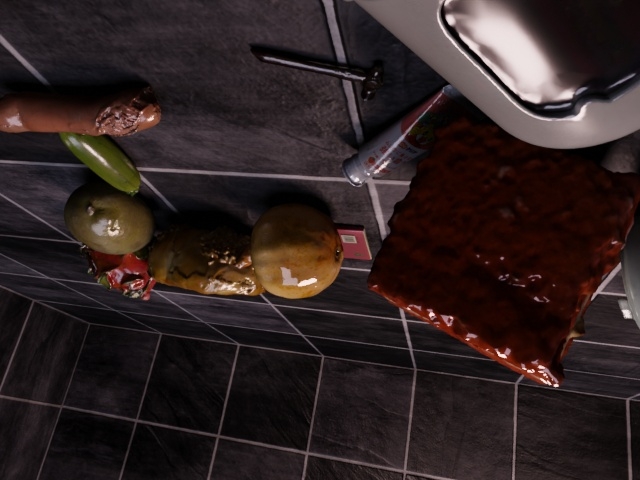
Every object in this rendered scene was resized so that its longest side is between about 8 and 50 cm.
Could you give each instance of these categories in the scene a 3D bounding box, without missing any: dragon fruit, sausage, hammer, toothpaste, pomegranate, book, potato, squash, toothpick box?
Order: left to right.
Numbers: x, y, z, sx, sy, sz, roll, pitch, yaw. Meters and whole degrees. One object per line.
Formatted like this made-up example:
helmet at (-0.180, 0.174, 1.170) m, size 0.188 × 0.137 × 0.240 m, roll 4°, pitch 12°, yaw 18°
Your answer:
sausage at (-0.392, -0.205, 0.848) m, size 0.304 × 0.078 × 0.078 m, roll 3°, pitch 158°, yaw 16°
squash at (-0.403, -0.151, 1.008) m, size 0.066 × 0.066 × 0.252 m, roll 5°, pitch 159°, yaw 15°
potato at (-0.471, -0.051, 1.179) m, size 0.174 × 0.159 × 0.251 m, roll -16°, pitch 171°, yaw -3°
dragon fruit at (-0.537, 0.040, 1.371) m, size 0.268 × 0.200 × 0.198 m, roll 15°, pitch 147°, yaw -8°
pomegranate at (-0.052, 0.021, 1.110) m, size 0.206 × 0.207 × 0.207 m, roll 9°, pitch 159°, yaw 4°
hammer at (-0.006, -0.223, 0.695) m, size 0.178 × 0.021 × 0.065 m, roll 11°, pitch 160°, yaw 0°
book at (0.000, 0.000, 1.258) m, size 0.231 × 0.022 × 0.162 m, roll 5°, pitch 156°, yaw 15°
toothpaste at (0.127, -0.151, 0.785) m, size 0.089 × 0.057 × 0.234 m, roll 22°, pitch 146°, yaw -34°
toothpick box at (0.171, -0.208, 0.419) m, size 0.316 × 0.229 × 0.229 m, roll 25°, pitch 155°, yaw -37°

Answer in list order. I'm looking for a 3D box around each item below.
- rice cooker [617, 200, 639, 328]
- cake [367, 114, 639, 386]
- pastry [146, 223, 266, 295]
rice cooker at (0.593, 0.029, 0.732) m, size 0.316 × 0.264 × 0.317 m, roll 25°, pitch 137°, yaw 26°
cake at (0.262, 0.026, 0.763) m, size 0.269 × 0.270 × 0.319 m, roll 27°, pitch 177°, yaw 23°
pastry at (-0.267, 0.040, 1.290) m, size 0.310 × 0.162 × 0.255 m, roll 6°, pitch -177°, yaw 31°
